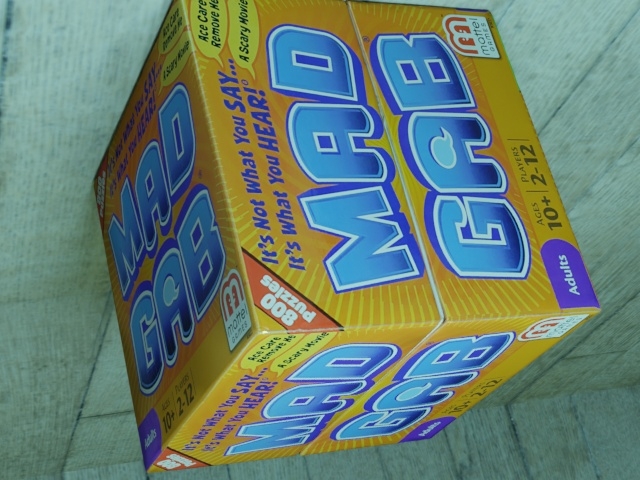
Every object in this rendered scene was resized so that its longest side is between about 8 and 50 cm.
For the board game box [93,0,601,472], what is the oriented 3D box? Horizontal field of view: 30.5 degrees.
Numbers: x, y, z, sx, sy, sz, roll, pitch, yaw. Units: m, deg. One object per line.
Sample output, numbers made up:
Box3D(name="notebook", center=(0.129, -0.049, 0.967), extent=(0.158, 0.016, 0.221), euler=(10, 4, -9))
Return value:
Box3D(name="board game box", center=(0.000, 0.000, 1.229), extent=(0.356, 0.357, 0.356), euler=(-2, 152, -26))
